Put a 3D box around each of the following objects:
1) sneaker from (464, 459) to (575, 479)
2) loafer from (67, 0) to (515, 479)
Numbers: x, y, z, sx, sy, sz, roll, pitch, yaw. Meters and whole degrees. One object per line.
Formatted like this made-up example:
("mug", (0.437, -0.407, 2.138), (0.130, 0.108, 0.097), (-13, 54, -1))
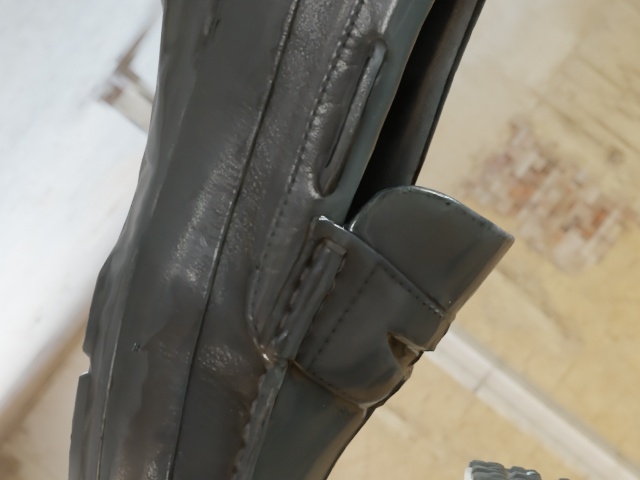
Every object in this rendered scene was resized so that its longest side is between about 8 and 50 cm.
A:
("sneaker", (0.132, 0.225, 0.876), (0.410, 0.158, 0.182), (69, 32, -70))
("loafer", (0.000, 0.000, 0.370), (0.076, 0.078, 0.223), (13, 87, -79))
